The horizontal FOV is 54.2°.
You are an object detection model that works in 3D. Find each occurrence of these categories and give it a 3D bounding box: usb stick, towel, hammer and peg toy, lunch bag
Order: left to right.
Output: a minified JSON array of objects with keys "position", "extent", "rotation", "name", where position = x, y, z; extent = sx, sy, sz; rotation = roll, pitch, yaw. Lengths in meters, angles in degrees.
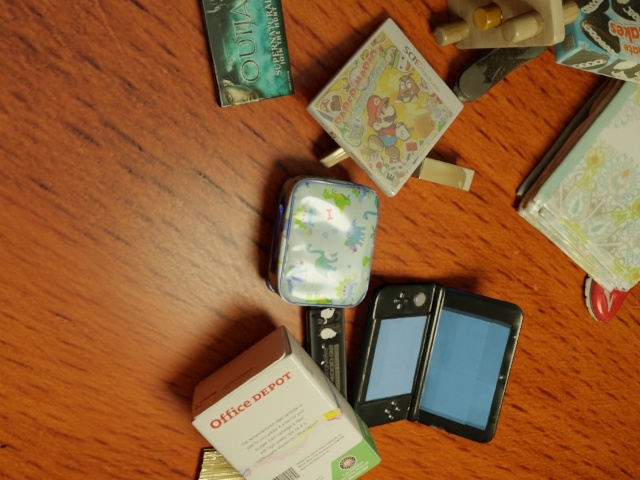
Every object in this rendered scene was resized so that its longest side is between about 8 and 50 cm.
[{"position":[0.000,0.000,1.063],"extent":[0.176,0.090,0.219],"rotation":[5,97,-25],"name":"lunch bag"},{"position":[0.012,0.239,1.169],"extent":[0.077,0.045,0.278],"rotation":[-7,107,-16],"name":"usb stick"},{"position":[0.257,-0.477,0.954],"extent":[0.127,0.266,0.361],"rotation":[-23,113,-17],"name":"hammer and peg toy"},{"position":[0.617,-0.118,1.288],"extent":[0.320,0.090,0.374],"rotation":[39,90,-15],"name":"towel"}]

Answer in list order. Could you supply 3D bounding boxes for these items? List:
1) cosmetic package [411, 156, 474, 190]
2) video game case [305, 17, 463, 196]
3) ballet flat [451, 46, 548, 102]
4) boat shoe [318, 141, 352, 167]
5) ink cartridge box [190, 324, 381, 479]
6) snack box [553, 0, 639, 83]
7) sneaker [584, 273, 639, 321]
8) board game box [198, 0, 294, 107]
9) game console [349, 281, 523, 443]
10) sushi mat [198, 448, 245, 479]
[{"position":[0.217,-0.126,1.151],"extent":[0.115,0.060,0.041],"rotation":[10,100,-25],"name":"cosmetic package"},{"position":[0.115,-0.223,1.046],"extent":[0.206,0.026,0.227],"rotation":[45,70,-16],"name":"video game case"},{"position":[0.332,-0.333,1.153],"extent":[0.250,0.058,0.084],"rotation":[-42,95,-15],"name":"ballet flat"},{"position":[0.077,-0.162,1.075],"extent":[0.170,0.063,0.059],"rotation":[-31,109,-14],"name":"boat shoe"},{"position":[-0.060,0.317,1.082],"extent":[0.201,0.117,0.278],"rotation":[-35,111,4],"name":"ink cartridge box"},{"position":[0.571,-0.401,1.188],"extent":[0.322,0.060,0.187],"rotation":[4,73,-25],"name":"snack box"},{"position":[0.689,0.059,1.382],"extent":[0.107,0.118,0.279],"rotation":[28,92,-27],"name":"sneaker"},{"position":[-0.114,-0.309,0.968],"extent":[0.126,0.026,0.186],"rotation":[-16,110,-20],"name":"board game box"},{"position":[0.213,0.240,1.181],"extent":[0.250,0.173,0.293],"rotation":[1,104,-39],"name":"game console"},{"position":[-0.083,0.461,1.202],"extent":[0.316,0.019,0.151],"rotation":[5,103,-25],"name":"sushi mat"}]
